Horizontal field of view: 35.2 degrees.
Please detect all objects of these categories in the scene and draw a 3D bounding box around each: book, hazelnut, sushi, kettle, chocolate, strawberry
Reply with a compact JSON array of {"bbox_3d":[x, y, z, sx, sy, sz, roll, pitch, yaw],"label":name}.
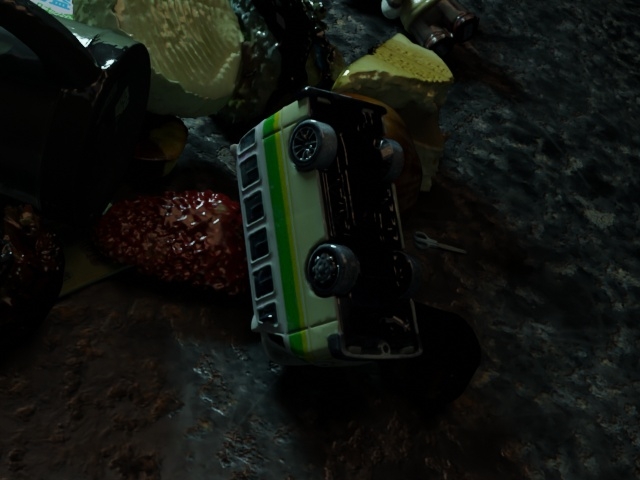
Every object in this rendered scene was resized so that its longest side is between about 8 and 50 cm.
[{"bbox_3d":[-0.318,-0.017,1.226,0.192,0.013,0.168,42,41,21],"label":"book"},{"bbox_3d":[0.034,-0.092,1.363,0.181,0.212,0.181,-3,-1,29],"label":"hazelnut"},{"bbox_3d":[-0.069,-0.286,1.513,0.218,0.225,0.239,1,70,-44],"label":"sushi"},{"bbox_3d":[-0.383,-0.187,1.119,0.324,0.321,0.228,18,64,2],"label":"kettle"},{"bbox_3d":[-0.350,0.026,1.054,0.150,0.153,0.172,23,0,-35],"label":"sushi"},{"bbox_3d":[0.123,0.134,1.229,0.148,0.080,0.125,32,26,21],"label":"chocolate"},{"bbox_3d":[-0.161,-0.006,1.221,0.208,0.087,0.167,-1,44,-35],"label":"strawberry"}]

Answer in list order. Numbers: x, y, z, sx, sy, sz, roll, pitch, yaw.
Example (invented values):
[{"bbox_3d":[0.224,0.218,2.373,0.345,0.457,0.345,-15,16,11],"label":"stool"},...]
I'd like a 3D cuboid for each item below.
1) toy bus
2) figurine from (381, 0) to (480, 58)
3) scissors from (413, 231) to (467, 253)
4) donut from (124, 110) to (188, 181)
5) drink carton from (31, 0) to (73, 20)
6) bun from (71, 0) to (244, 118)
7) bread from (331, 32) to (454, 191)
[{"bbox_3d":[0.000,0.000,1.168,0.143,0.179,0.306,6,70,-46],"label":"toy bus"},{"bbox_3d":[0.141,-0.513,1.903,0.206,0.218,0.365,22,32,-49],"label":"figurine"},{"bbox_3d":[0.173,0.007,1.459,0.083,0.006,0.036,14,37,-12],"label":"scissors"},{"bbox_3d":[-0.250,-0.136,1.363,0.140,0.059,0.140,15,39,-13],"label":"donut"},{"bbox_3d":[-0.394,-0.258,1.393,0.161,0.108,0.271,24,37,-4],"label":"drink carton"},{"bbox_3d":[-0.231,-0.276,1.345,0.259,0.152,0.259,23,57,-41],"label":"bun"},{"bbox_3d":[0.078,-0.217,1.531,0.224,0.184,0.211,9,39,-23],"label":"bread"}]
